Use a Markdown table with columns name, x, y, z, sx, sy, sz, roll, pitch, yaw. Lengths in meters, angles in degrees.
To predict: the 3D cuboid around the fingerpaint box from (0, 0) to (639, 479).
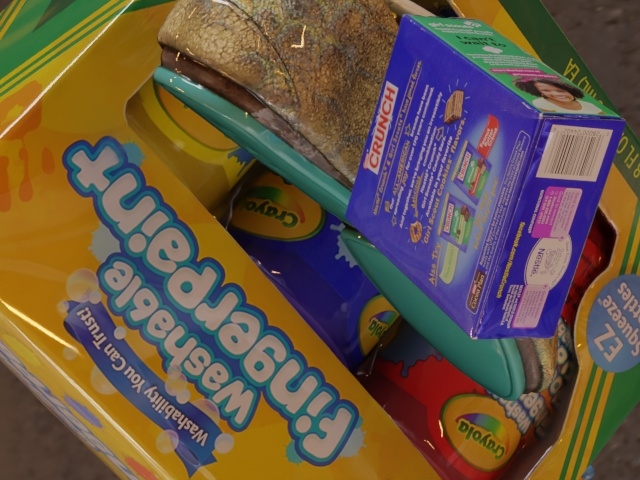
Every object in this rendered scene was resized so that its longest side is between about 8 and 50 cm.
| name | x | y | z | sx | sy | sz | roll | pitch | yaw |
| --- | --- | --- | --- | --- | --- | --- | --- | --- | --- |
| fingerpaint box | 0.000 | 0.000 | 1.125 | 0.445 | 0.371 | 0.163 | 50 | 161 | -28 |

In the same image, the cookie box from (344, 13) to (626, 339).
| name | x | y | z | sx | sy | sz | roll | pitch | yaw |
| --- | --- | --- | --- | --- | --- | --- | --- | --- | --- |
| cookie box | 0.059 | -0.026 | 0.701 | 0.107 | 0.040 | 0.092 | 46 | 126 | 52 |

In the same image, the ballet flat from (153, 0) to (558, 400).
| name | x | y | z | sx | sy | sz | roll | pitch | yaw |
| --- | --- | --- | --- | --- | --- | --- | --- | --- | --- |
| ballet flat | 0.051 | -0.034 | 0.888 | 0.123 | 0.348 | 0.123 | -16 | 55 | 24 |

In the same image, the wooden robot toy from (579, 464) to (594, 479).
| name | x | y | z | sx | sy | sz | roll | pitch | yaw |
| --- | --- | --- | --- | --- | --- | --- | --- | --- | --- |
| wooden robot toy | 0.177 | 0.174 | 1.464 | 0.076 | 0.079 | 0.173 | -38 | 45 | 12 |
